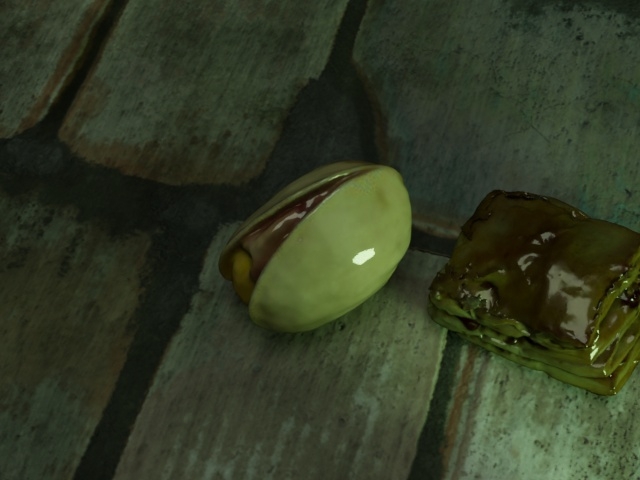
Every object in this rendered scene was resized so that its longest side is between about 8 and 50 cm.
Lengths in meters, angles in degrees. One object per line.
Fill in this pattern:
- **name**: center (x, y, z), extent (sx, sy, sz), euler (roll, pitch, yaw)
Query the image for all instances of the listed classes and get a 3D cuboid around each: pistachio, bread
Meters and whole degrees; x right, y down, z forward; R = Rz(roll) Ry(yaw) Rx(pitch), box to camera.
- **pistachio**: center (0.000, 0.000, 1.813), extent (0.308, 0.230, 0.230), euler (-32, 60, -7)
- **bread**: center (0.354, 0.055, 1.793), extent (0.324, 0.167, 0.277), euler (28, 62, 18)
